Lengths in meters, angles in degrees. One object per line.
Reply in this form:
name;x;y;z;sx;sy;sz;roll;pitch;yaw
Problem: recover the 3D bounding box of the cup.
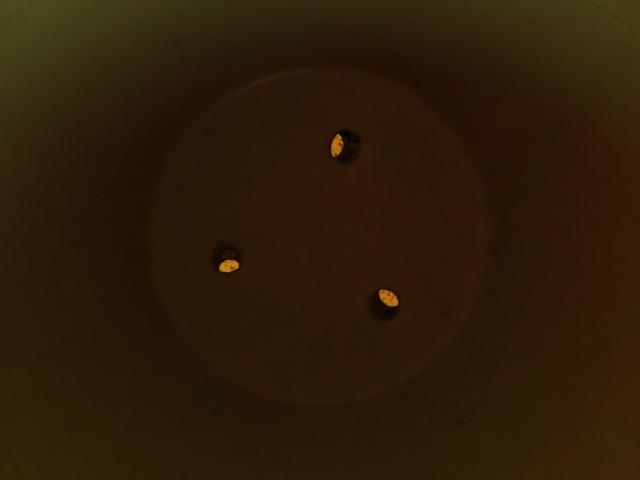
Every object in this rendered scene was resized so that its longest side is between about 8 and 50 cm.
cup;0.000;0.000;0.620;0.331;0.331;0.237;-6;-178;1
